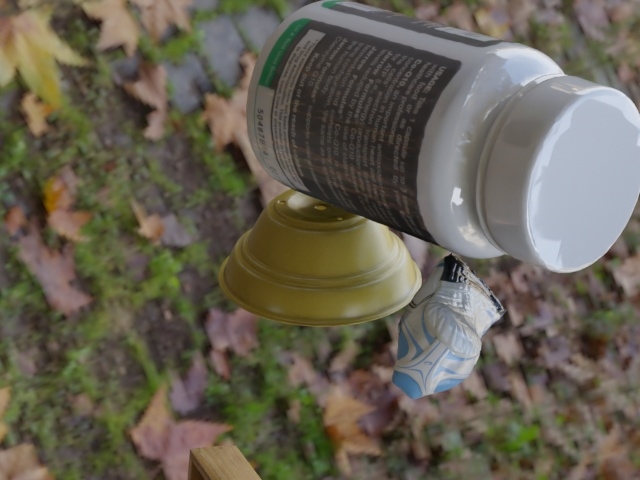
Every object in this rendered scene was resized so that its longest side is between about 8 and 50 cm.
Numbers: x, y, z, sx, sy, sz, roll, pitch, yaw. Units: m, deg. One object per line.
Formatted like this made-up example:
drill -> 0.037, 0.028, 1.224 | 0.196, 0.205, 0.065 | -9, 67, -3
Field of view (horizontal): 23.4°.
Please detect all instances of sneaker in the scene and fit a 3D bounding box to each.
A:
sneaker -> 0.112, 0.077, 1.419 | 0.085, 0.086, 0.237 | 47, 20, 0

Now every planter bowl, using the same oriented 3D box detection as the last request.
planter bowl -> 0.000, 0.000, 1.626 | 0.217, 0.217, 0.090 | -43, 140, -53

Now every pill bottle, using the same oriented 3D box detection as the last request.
pill bottle -> 0.114, -0.102, 1.475 | 0.204, 0.361, 0.204 | -19, 119, -38

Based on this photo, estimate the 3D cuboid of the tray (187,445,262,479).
tray -> -0.075, 0.434, 1.908 | 0.076, 0.411, 0.203 | -2, 109, -22
